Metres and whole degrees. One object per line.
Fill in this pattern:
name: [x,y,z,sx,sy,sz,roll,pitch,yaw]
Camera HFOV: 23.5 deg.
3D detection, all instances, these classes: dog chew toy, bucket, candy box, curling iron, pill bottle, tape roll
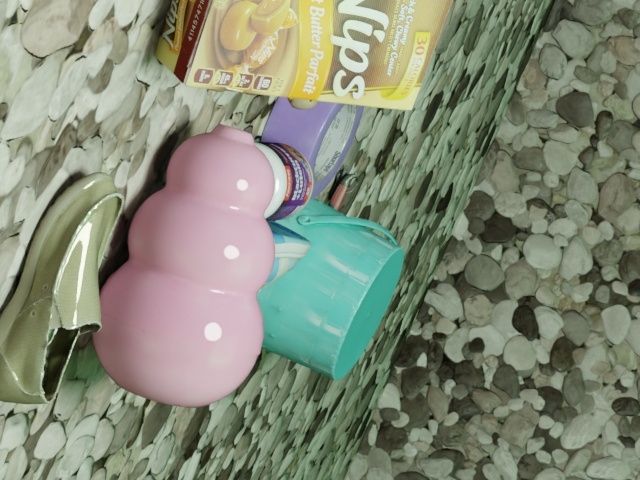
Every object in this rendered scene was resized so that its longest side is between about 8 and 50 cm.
dog chew toy: [-0.148,0.025,1.834,0.206,0.206,0.332,-1,107,-75]
bucket: [0.002,0.078,2.475,0.281,0.183,0.281,-58,166,-23]
candy box: [-0.010,-0.255,1.713,0.316,0.087,0.183,3,119,-36]
curling iron: [0.000,0.000,2.636,0.274,0.035,0.068,-66,166,6]
pill bottle: [-0.085,-0.077,2.035,0.108,0.108,0.193,-67,166,9]
tape roll: [-0.012,-0.160,2.220,0.189,0.080,0.189,-58,165,-26]

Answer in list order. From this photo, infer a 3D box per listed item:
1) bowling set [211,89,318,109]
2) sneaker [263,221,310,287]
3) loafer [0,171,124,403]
bowling set: [-0.009,-0.221,1.902,0.287,0.199,0.154,-31,146,-59]
sneaker: [-0.134,0.066,2.095,0.319,0.127,0.208,-2,117,-67]
loafer: [-0.269,0.058,1.633,0.269,0.092,0.102,-64,166,0]
